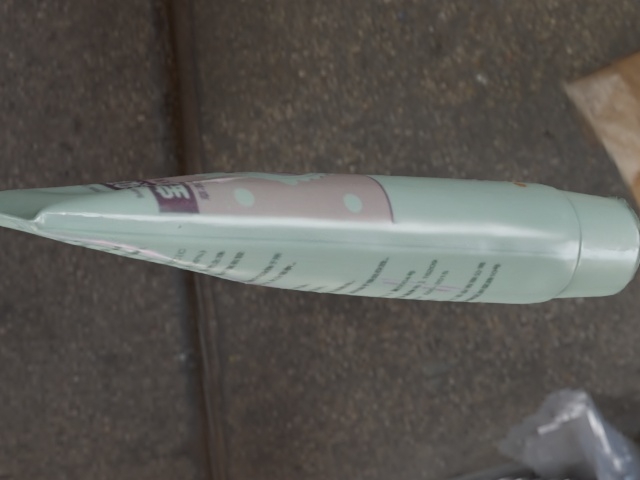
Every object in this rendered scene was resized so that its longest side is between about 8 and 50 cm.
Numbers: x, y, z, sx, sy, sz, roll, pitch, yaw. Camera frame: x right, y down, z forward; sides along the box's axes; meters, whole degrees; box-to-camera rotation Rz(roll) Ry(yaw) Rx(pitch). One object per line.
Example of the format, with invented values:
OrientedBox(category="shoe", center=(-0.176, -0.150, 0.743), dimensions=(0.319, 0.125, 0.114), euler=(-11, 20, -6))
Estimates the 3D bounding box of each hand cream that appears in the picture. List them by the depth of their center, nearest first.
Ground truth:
OrientedBox(category="hand cream", center=(0.000, 0.000, 0.658), dimensions=(0.331, 0.085, 0.058), euler=(0, 96, -32))
